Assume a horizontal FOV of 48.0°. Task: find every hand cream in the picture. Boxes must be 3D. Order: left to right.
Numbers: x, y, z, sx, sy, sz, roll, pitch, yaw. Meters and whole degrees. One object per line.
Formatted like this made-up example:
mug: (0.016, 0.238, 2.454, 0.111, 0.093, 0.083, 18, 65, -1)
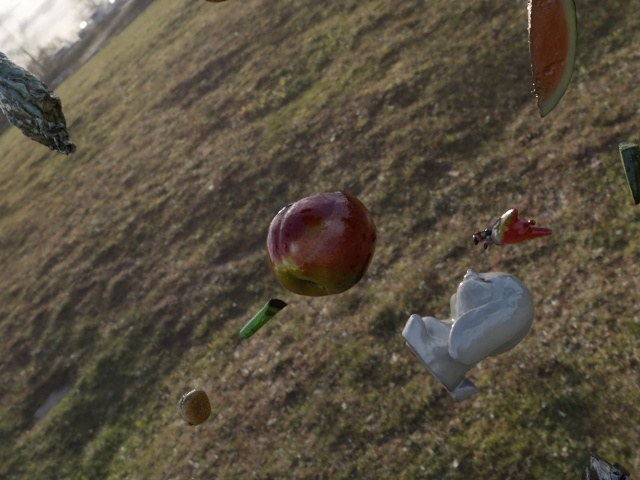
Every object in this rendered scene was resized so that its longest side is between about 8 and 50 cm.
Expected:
hand cream: (-0.109, 0.143, 1.326, 0.122, 0.036, 0.023, -45, 37, 35)

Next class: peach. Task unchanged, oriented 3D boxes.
peach: (0.000, 0.000, 1.248, 0.190, 0.190, 0.192, -24, 42, 40)

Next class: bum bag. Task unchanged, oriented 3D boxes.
bum bag: (0.489, 0.412, 1.129, 0.069, 0.102, 0.248, -22, 8, -20)

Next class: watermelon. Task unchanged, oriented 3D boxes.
watermelon: (0.356, -0.325, 1.139, 0.063, 0.244, 0.119, 11, 26, 41)

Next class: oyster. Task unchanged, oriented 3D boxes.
oyster: (-0.429, -0.200, 1.055, 0.125, 0.177, 0.064, 7, 46, 40)

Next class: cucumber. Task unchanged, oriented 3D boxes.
cucumber: (0.554, -0.118, 1.262, 0.035, 0.107, 0.067, -15, 11, 20)

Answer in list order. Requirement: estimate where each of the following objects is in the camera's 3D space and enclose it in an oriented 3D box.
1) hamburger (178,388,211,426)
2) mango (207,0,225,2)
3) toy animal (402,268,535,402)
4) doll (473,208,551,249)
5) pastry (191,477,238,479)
hamburger: (-0.297, 0.398, 1.712, 0.044, 0.083, 0.076, -13, 18, 44)
mango: (-0.133, -0.470, 1.205, 0.184, 0.084, 0.102, -40, 25, -6)
toy animal: (0.319, 0.180, 1.476, 0.265, 0.206, 0.271, -37, -17, -3)
doll: (0.406, -0.020, 1.565, 0.169, 0.109, 0.057, -21, 45, 61)
pastry: (-0.145, 0.483, 1.155, 0.154, 0.249, 0.102, -34, 40, -13)
